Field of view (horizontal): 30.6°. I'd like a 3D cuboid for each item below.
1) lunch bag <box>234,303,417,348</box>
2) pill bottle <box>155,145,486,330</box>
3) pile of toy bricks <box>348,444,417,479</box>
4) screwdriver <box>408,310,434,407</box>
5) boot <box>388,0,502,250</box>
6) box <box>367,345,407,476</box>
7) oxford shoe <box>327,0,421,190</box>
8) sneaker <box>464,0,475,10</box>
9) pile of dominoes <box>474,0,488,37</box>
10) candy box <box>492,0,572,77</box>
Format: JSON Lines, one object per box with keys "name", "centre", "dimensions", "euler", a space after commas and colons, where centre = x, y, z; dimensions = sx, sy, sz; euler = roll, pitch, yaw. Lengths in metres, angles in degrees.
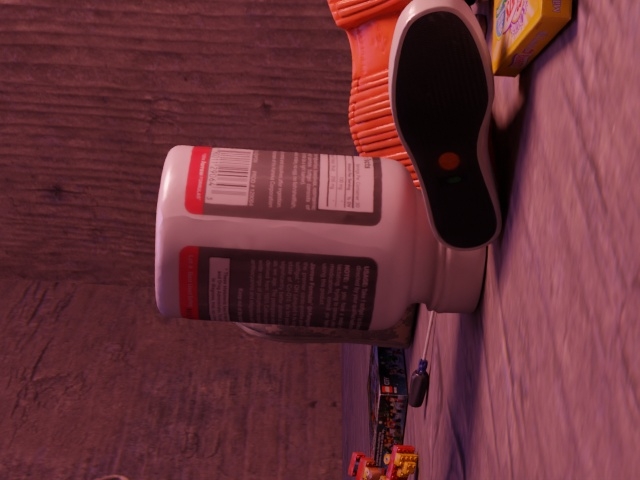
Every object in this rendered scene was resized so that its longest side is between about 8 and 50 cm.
{"name": "lunch bag", "centre": [0.002, 0.028, 1.718], "dimensions": [0.169, 0.287, 0.235], "euler": [-89, 2, -46]}
{"name": "pill bottle", "centre": [0.000, 0.000, 1.182], "dimensions": [0.176, 0.318, 0.176], "euler": [-176, 90, -89]}
{"name": "pile of toy bricks", "centre": [0.087, 0.386, 1.557], "dimensions": [0.105, 0.118, 0.212], "euler": [21, 101, 55]}
{"name": "screwdriver", "centre": [0.133, 0.141, 1.499], "dimensions": [0.025, 0.024, 0.170], "euler": [-37, -41, -52]}
{"name": "boot", "centre": [0.113, -0.136, 1.058], "dimensions": [0.176, 0.088, 0.244], "euler": [-85, -16, -52]}
{"name": "box", "centre": [0.105, 0.244, 1.882], "dimensions": [0.233, 0.044, 0.159], "euler": [-89, 3, -62]}
{"name": "oxford shoe", "centre": [0.107, -0.208, 1.420], "dimensions": [0.133, 0.130, 0.363], "euler": [-25, -74, -59]}
{"name": "sneaker", "centre": [0.141, -0.265, 1.170], "dimensions": [0.234, 0.084, 0.097], "euler": [-133, 21, -78]}
{"name": "pile of dominoes", "centre": [0.153, -0.291, 1.306], "dimensions": [0.251, 0.040, 0.196], "euler": [-91, 5, -77]}
{"name": "candy box", "centre": [0.164, -0.199, 0.916], "dimensions": [0.206, 0.027, 0.105], "euler": [109, 162, -86]}
